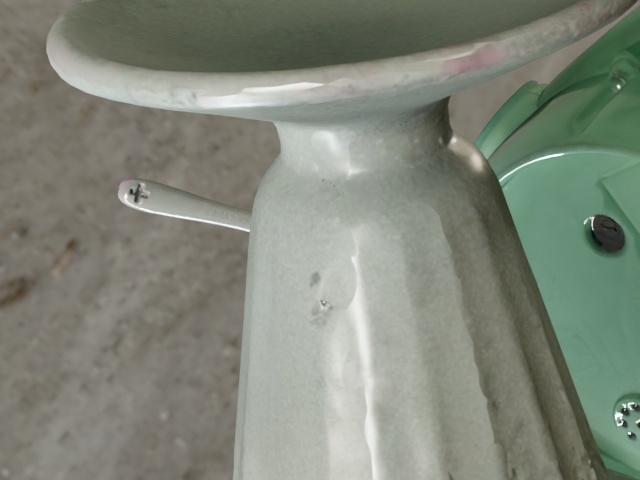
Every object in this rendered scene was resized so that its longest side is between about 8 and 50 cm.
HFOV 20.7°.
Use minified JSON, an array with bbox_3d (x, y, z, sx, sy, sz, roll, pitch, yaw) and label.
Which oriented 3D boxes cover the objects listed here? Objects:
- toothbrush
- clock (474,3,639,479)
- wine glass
[{"bbox_3d":[0.000,0.000,0.678,0.017,0.162,0.014,167,-64,-76],"label":"toothbrush"},{"bbox_3d":[0.110,0.016,0.535,0.066,0.159,0.211,-39,-176,-39],"label":"clock"},{"bbox_3d":[0.021,0.034,0.401,0.165,0.165,0.196,-36,127,-48],"label":"wine glass"}]
